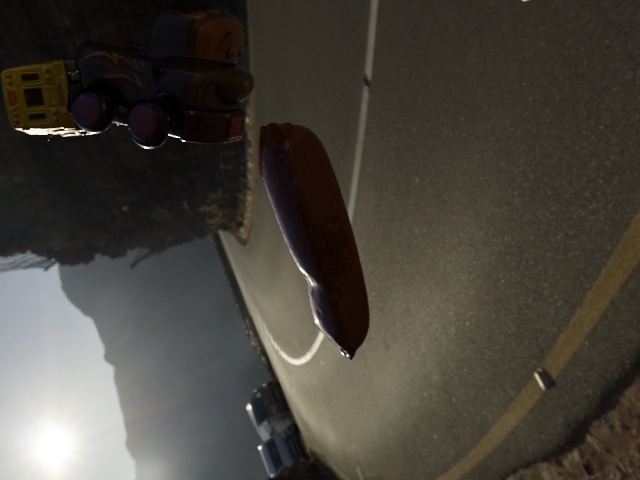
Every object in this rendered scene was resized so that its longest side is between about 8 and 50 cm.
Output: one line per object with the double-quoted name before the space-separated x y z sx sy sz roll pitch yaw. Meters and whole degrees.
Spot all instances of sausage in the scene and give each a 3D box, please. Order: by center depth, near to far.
"sausage" 0.000 0.000 0.822 0.348 0.094 0.097 71 164 -11

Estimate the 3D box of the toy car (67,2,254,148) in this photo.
"toy car" -0.285 -0.306 1.070 0.271 0.341 0.240 -40 -39 -68

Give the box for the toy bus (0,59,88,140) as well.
"toy bus" -0.571 -0.288 1.246 0.330 0.152 0.144 -158 60 -69
